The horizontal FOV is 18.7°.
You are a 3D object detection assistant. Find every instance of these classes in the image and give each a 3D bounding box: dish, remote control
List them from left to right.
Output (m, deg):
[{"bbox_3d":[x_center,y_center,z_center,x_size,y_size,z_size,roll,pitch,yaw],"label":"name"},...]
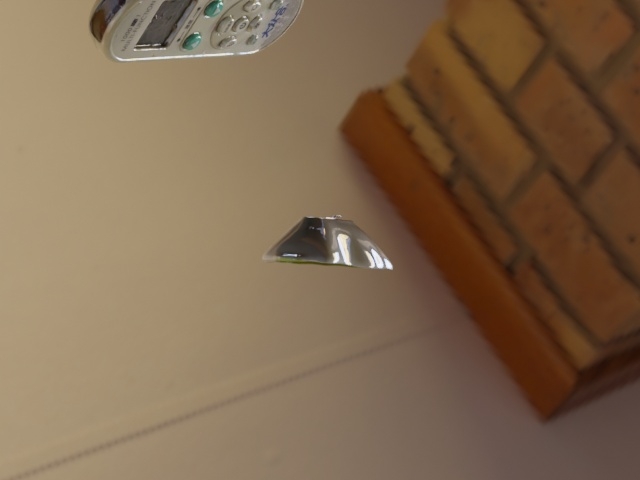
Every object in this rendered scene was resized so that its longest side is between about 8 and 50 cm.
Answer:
[{"bbox_3d":[-0.093,-0.175,1.478,0.042,0.078,0.221,50,-149,21],"label":"remote control"},{"bbox_3d":[0.000,0.000,1.474,0.091,0.137,0.039,3,-92,18],"label":"dish"}]
